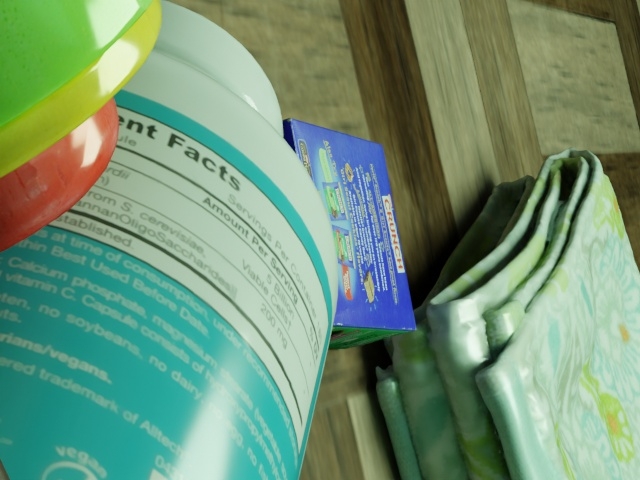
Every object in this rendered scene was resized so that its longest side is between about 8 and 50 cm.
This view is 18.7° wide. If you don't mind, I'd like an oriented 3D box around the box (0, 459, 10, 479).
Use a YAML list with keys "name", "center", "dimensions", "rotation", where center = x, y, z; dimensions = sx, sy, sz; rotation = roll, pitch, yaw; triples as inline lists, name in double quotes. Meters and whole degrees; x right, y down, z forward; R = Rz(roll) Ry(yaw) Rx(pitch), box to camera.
- name: "box"
  center: [-0.145, 0.086, 0.275]
  dimensions: [0.167, 0.168, 0.203]
  rotation: [-66, 138, -59]

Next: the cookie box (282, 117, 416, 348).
- name: "cookie box"
  center: [0.000, 0.000, 0.856]
  dimensions: [0.107, 0.040, 0.092]
  rotation: [10, 68, -66]

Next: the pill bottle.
- name: "pill bottle"
  center: [-0.076, 0.046, 0.501]
  dimensions: [0.264, 0.146, 0.146]
  rotation: [-76, 146, -49]

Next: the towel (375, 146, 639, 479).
- name: "towel"
  center: [0.154, 0.159, 1.079]
  dimensions: [0.320, 0.090, 0.374]
  rotation: [-47, 121, -64]

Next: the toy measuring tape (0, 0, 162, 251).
- name: "toy measuring tape"
  center: [-0.095, -0.080, 0.460]
  dimensions: [0.330, 0.121, 0.121]
  rotation: [-99, 166, -63]
